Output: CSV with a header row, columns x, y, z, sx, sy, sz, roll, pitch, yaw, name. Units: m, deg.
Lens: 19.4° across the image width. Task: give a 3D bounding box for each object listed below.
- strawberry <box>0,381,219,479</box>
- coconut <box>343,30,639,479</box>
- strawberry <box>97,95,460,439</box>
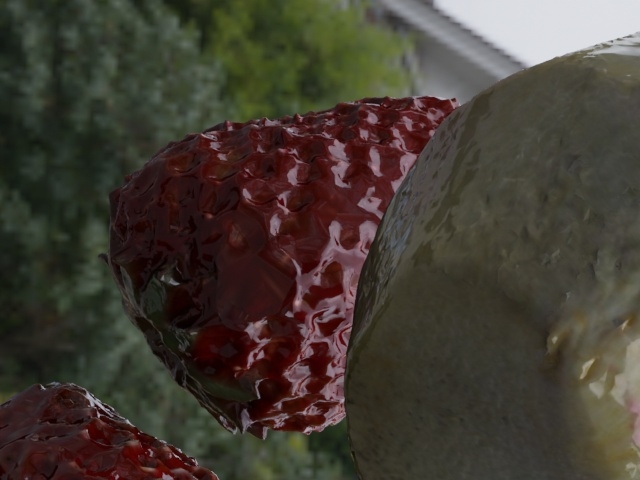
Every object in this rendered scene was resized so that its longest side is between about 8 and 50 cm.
x,y,z,sx,sy,sz,roll,pitch,yaw,name
-0.133,0.252,1.073,0.310,0.291,0.292,26,-63,40,strawberry
0.141,0.045,0.760,0.259,0.259,0.259,-176,-90,-77,coconut
0.000,0.000,1.146,0.205,0.244,0.205,52,-16,20,strawberry
